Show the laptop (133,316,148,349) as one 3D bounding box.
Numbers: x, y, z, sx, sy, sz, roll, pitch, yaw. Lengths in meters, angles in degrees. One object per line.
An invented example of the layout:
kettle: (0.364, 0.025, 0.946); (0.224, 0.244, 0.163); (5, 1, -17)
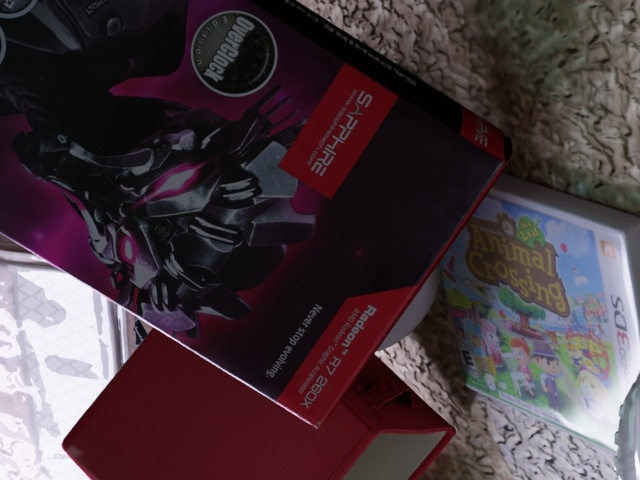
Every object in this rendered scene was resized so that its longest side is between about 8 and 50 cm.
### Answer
laptop: (-0.320, 0.109, 1.917); (0.408, 0.236, 0.382); (60, 153, 4)

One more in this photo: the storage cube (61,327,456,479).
storage cube: (-0.044, 0.153, 1.422); (0.193, 0.215, 0.184); (42, -169, 21)

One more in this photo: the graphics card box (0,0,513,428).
graphics card box: (-0.088, -0.068, 1.218); (0.371, 0.094, 0.233); (33, 108, -5)

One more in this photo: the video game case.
video game case: (0.158, 0.049, 1.272); (0.212, 0.023, 0.193); (23, 133, 51)

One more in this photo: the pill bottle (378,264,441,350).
pill bottle: (0.000, 0.000, 1.412); (0.184, 0.103, 0.103); (38, 144, 38)

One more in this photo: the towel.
towel: (-0.328, 0.130, 1.732); (0.053, 0.317, 0.332); (-79, -9, -51)

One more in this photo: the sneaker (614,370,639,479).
sneaker: (0.255, 0.175, 1.174); (0.095, 0.090, 0.235); (8, 126, 43)

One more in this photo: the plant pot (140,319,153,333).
plant pot: (-0.097, 0.035, 1.607); (0.237, 0.110, 0.237); (41, 145, 37)
